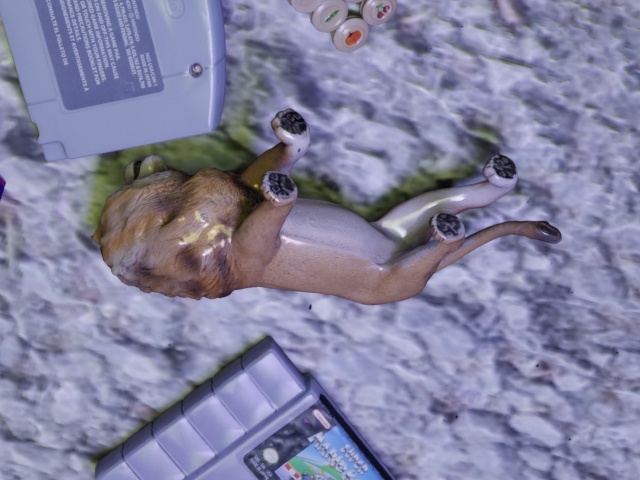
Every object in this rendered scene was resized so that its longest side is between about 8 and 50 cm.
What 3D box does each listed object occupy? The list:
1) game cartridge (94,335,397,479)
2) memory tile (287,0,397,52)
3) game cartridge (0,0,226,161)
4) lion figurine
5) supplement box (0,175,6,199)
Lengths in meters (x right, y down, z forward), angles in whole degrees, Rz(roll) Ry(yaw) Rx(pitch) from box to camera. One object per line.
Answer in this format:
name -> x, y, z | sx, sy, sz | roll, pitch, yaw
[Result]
game cartridge -> -0.027, 0.292, 1.704 | 0.230, 0.068, 0.355 | -36, 106, 9
memory tile -> 0.047, -0.245, 1.554 | 0.148, 0.012, 0.113 | -43, 135, 7
game cartridge -> -0.192, -0.227, 1.519 | 0.196, 0.060, 0.294 | -8, 107, 16
lion figurine -> 0.000, 0.000, 1.575 | 0.392, 0.142, 0.240 | 17, 142, -18
supplement box -> -0.397, -0.088, 1.530 | 0.114, 0.111, 0.220 | -37, 107, 4
